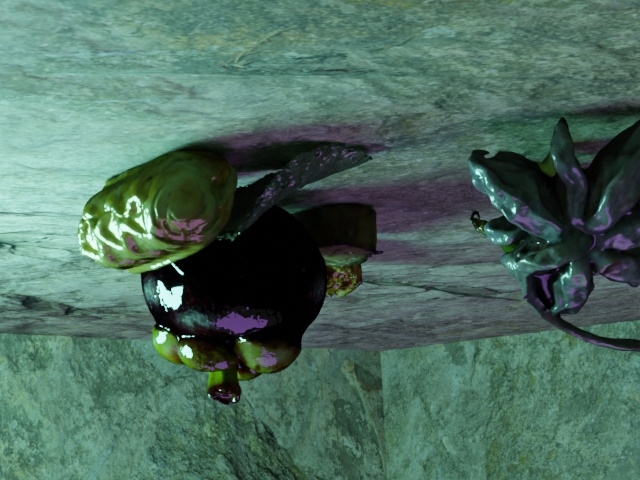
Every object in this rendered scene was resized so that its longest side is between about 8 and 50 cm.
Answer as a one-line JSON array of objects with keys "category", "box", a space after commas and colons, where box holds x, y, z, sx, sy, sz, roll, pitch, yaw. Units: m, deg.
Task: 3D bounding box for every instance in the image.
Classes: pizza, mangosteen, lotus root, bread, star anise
[{"category": "pizza", "box": [-0.008, 0.054, 2.447, 0.161, 0.085, 0.305, -4, 169, 16]}, {"category": "mangosteen", "box": [-0.125, 0.079, 1.970, 0.288, 0.287, 0.233, -2, 144, -5]}, {"category": "lotus root", "box": [0.000, 0.000, 2.163, 0.170, 0.074, 0.261, 2, 171, -20]}, {"category": "bread", "box": [-0.200, -0.037, 1.733, 0.152, 0.130, 0.268, -41, -167, -31]}, {"category": "star anise", "box": [0.326, -0.007, 1.645, 0.360, 0.139, 0.316, 23, 129, -18]}]

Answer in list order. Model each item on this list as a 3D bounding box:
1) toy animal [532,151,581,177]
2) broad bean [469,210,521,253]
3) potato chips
[{"category": "toy animal", "box": [0.321, -0.054, 1.820, 0.169, 0.121, 0.233, 13, -178, 5]}, {"category": "broad bean", "box": [0.313, -0.008, 1.955, 0.144, 0.049, 0.292, 38, -159, 17]}, {"category": "potato chips", "box": [-0.053, -0.066, 1.748, 0.167, 0.059, 0.228, -34, -173, -37]}]
